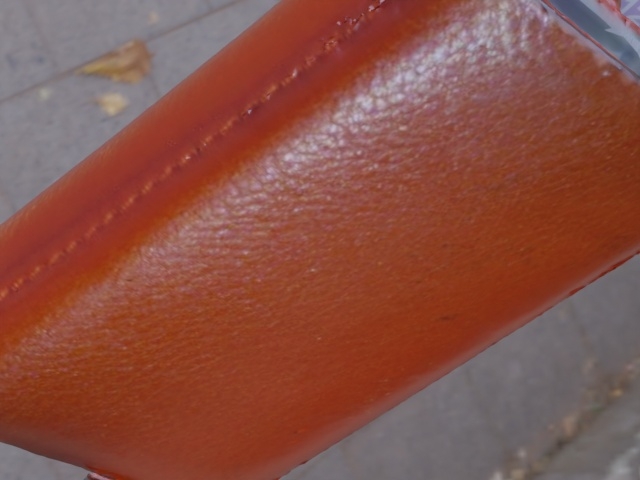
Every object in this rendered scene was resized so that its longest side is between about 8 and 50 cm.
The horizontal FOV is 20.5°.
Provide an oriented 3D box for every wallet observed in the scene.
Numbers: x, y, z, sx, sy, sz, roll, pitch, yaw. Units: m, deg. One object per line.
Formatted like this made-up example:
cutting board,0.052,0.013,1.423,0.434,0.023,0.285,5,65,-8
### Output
wallet,0.000,0.000,0.472,0.142,0.204,0.045,29,36,-42

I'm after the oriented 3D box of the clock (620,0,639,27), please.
clock,0.157,-0.124,1.122,0.198,0.172,0.064,37,39,-14
